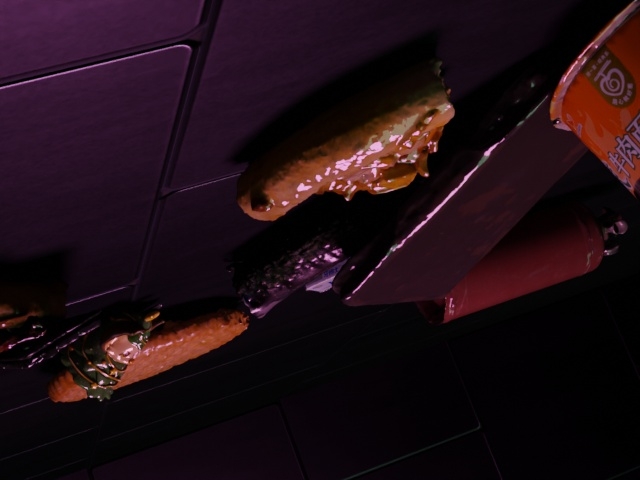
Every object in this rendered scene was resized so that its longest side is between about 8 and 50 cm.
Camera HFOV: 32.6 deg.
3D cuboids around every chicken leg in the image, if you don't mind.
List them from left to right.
[{"bbox_3d":[-0.270,0.095,0.797,0.145,0.037,0.062,-25,-174,5],"label":"chicken leg"}]

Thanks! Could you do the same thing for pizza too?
[{"bbox_3d":[0.031,-0.061,0.791,0.182,0.062,0.161,-27,172,19],"label":"pizza"}]

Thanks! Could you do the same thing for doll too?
[{"bbox_3d":[-0.217,0.098,1.125,0.113,0.077,0.078,-54,169,15],"label":"doll"}]

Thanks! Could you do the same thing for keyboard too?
[{"bbox_3d":[-0.237,0.087,0.942,0.072,0.023,0.231,-29,-175,-23],"label":"keyboard"}]

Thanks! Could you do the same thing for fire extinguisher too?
[{"bbox_3d":[0.274,0.012,1.464,0.337,0.106,0.147,-16,-168,-21],"label":"fire extinguisher"}]

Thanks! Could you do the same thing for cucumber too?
[{"bbox_3d":[-0.002,0.001,1.018,0.067,0.067,0.245,-8,160,-47],"label":"cucumber"}]

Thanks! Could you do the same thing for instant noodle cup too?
[{"bbox_3d":[0.307,-0.085,0.771,0.230,0.182,0.230,-28,160,-11],"label":"instant noodle cup"}]

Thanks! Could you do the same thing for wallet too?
[{"bbox_3d":[0.142,-0.046,0.933,0.165,0.042,0.309,-2,143,-46],"label":"wallet"}]

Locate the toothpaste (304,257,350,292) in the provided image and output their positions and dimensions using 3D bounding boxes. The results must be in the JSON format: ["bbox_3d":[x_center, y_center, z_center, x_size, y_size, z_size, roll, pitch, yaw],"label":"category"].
[{"bbox_3d":[0.056,0.010,1.218,0.164,0.034,0.046,-25,164,20],"label":"toothpaste"}]

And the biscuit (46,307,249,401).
[{"bbox_3d":[-0.204,0.134,1.295,0.254,0.035,0.254,-22,172,-3],"label":"biscuit"}]

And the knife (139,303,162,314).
[{"bbox_3d":[-0.224,0.099,1.185,0.170,0.010,0.023,-29,165,37],"label":"knife"}]

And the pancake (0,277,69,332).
[{"bbox_3d":[-0.355,0.082,0.793,0.376,0.054,0.197,-10,158,-37],"label":"pancake"}]
